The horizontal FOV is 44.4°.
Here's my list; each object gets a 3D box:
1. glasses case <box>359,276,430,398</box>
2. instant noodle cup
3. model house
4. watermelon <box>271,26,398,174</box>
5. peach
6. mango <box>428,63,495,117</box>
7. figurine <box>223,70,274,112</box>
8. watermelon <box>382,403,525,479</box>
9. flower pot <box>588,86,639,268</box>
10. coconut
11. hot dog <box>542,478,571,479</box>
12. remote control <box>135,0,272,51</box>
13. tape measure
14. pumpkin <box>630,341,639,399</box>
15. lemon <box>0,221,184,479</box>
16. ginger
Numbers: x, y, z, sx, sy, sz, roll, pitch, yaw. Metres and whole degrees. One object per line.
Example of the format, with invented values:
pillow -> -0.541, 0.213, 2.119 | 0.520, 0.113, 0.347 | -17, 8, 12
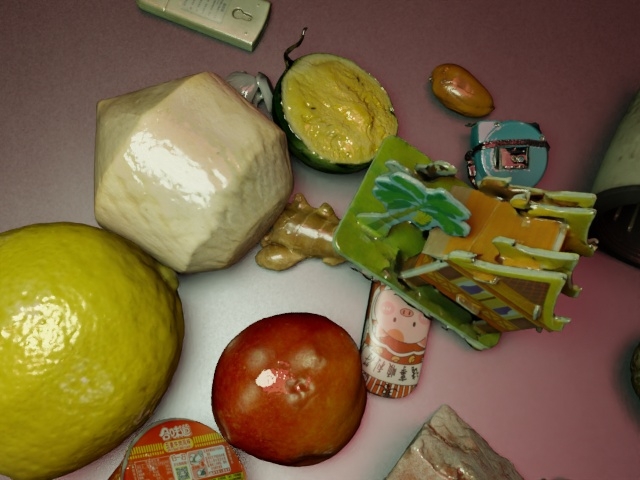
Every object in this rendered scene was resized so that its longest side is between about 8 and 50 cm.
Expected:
glasses case -> 0.126, 0.121, 1.271 | 0.103, 0.067, 0.266 | 12, 76, -5
instant noodle cup -> -0.234, 0.378, 1.105 | 0.193, 0.212, 0.193 | 23, 46, -26
model house -> 0.240, -0.031, 1.140 | 0.358, 0.313, 0.242 | 35, 65, -13
watermelon -> 0.008, -0.203, 1.303 | 0.232, 0.127, 0.204 | 34, 59, -7
peach -> -0.048, 0.226, 1.170 | 0.244, 0.199, 0.243 | 0, 91, -24
mango -> 0.247, -0.260, 1.366 | 0.127, 0.063, 0.077 | 38, 70, 4
figurine -> -0.126, -0.253, 1.345 | 0.086, 0.082, 0.094 | -20, 68, 10
watermelon -> 0.189, 0.388, 1.188 | 0.310, 0.193, 0.231 | -2, 94, 19
flower pot -> 0.605, -0.134, 1.258 | 0.294, 0.293, 0.330 | 23, 70, 2
coconut -> -0.215, -0.111, 1.202 | 0.329, 0.329, 0.328 | 1, 78, -3
hot dog -> 0.411, 0.453, 1.221 | 0.072, 0.055, 0.188 | -32, 82, -8
remote control -> -0.206, -0.417, 1.388 | 0.234, 0.038, 0.098 | 21, 78, 1
tape measure -> 0.317, -0.139, 1.335 | 0.146, 0.081, 0.125 | -1, 88, -3
pumpkin -> 0.612, 0.225, 1.231 | 0.219, 0.162, 0.218 | 1, 73, -3
lemon -> -0.357, 0.128, 1.102 | 0.365, 0.364, 0.364 | 1, 78, -3
ginger -> -0.007, -0.012, 1.289 | 0.206, 0.081, 0.115 | -3, 64, 2
